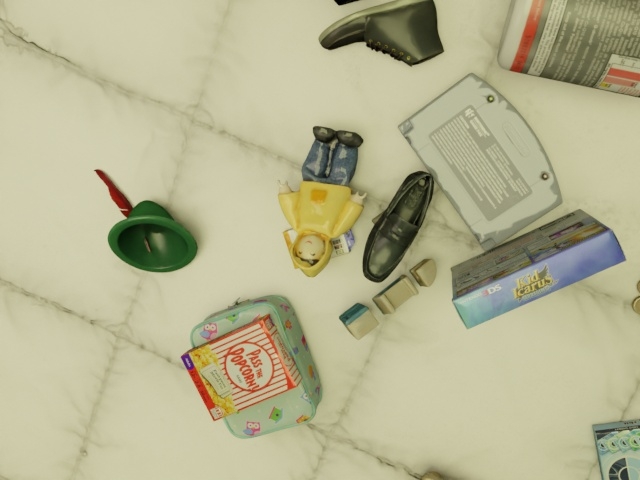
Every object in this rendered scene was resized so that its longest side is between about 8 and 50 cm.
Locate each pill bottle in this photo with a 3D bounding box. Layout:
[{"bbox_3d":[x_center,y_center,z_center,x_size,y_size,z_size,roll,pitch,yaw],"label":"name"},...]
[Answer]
[{"bbox_3d":[0.493,-0.349,1.056,0.363,0.210,0.210,15,102,9],"label":"pill bottle"}]

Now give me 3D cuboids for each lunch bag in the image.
[{"bbox_3d":[-0.136,0.256,1.339,0.224,0.108,0.279,-20,95,15],"label":"lunch bag"}]

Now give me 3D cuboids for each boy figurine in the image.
[{"bbox_3d":[-0.006,-0.072,1.246,0.177,0.092,0.285,15,90,9],"label":"boy figurine"}]

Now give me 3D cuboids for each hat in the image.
[{"bbox_3d":[-0.355,-0.061,1.373,0.173,0.183,0.208,-25,136,21],"label":"hat"}]

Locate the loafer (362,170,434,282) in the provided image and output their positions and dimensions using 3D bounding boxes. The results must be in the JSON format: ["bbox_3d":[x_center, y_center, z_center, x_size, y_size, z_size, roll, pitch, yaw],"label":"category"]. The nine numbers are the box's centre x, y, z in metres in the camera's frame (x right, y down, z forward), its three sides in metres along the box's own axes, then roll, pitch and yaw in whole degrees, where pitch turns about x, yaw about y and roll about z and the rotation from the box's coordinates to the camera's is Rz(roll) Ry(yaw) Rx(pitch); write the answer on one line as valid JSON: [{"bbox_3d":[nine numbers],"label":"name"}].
[{"bbox_3d":[0.141,-0.027,1.179,0.076,0.078,0.223,28,86,-2],"label":"loafer"}]

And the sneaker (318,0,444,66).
[{"bbox_3d":[0.112,-0.366,1.195,0.222,0.083,0.118,-16,96,12],"label":"sneaker"}]

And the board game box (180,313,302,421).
[{"bbox_3d":[-0.154,0.247,1.260,0.193,0.045,0.146,-26,93,16],"label":"board game box"}]

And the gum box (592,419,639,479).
[{"bbox_3d":[0.624,0.440,1.250,0.157,0.041,0.184,-12,98,13],"label":"gum box"}]

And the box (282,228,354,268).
[{"bbox_3d":[0.000,0.000,1.309,0.136,0.028,0.081,-17,96,11],"label":"box"}]

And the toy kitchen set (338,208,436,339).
[{"bbox_3d":[0.099,0.063,1.273,0.207,0.122,0.166,-36,91,-5],"label":"toy kitchen set"}]

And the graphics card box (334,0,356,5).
[{"bbox_3d":[0.013,-0.611,1.097,0.094,0.233,0.370,-10,97,12],"label":"graphics card box"}]

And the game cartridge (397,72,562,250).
[{"bbox_3d":[0.307,-0.152,1.209,0.196,0.060,0.294,-35,92,18],"label":"game cartridge"}]

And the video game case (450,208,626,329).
[{"bbox_3d":[0.362,0.043,1.130,0.270,0.244,0.061,-27,94,15],"label":"video game case"}]

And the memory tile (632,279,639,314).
[{"bbox_3d":[0.651,0.078,1.198,0.113,0.012,0.148,15,102,9],"label":"memory tile"}]

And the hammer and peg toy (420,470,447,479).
[{"bbox_3d":[0.263,0.675,1.320,0.266,0.127,0.361,23,103,5],"label":"hammer and peg toy"}]
